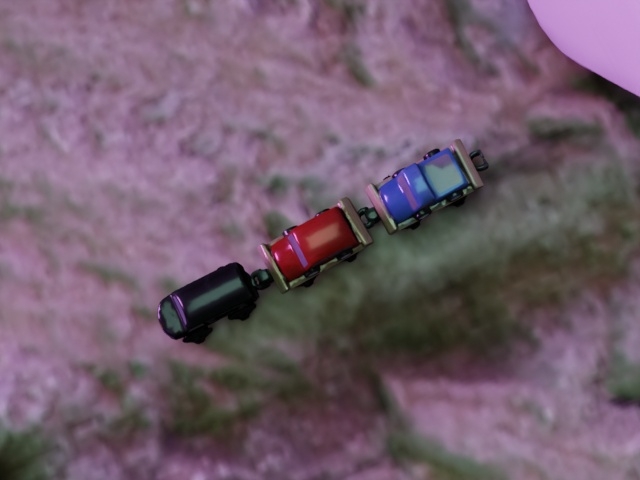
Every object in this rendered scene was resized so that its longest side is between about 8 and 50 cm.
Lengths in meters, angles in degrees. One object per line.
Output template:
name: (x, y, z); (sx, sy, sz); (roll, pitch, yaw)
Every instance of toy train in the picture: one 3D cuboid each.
toy train: (0.000, 0.000, 0.546); (0.158, 0.036, 0.027); (-28, 78, 3)

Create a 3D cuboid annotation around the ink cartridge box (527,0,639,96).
ink cartridge box: (0.191, -0.218, 0.454); (0.306, 0.131, 0.226); (-38, 120, 0)
